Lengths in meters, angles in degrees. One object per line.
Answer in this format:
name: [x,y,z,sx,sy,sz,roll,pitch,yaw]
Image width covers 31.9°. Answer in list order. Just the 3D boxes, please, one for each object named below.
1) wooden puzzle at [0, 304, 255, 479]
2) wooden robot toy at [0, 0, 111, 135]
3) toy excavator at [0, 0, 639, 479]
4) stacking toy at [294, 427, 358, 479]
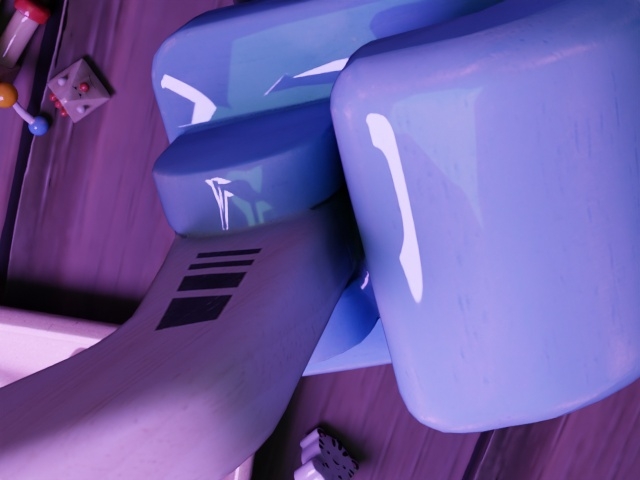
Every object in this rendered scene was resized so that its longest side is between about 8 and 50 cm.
wooden puzzle: [-0.220,0.198,0.720,0.348,0.080,0.322,9,93,7]
wooden robot toy: [-0.207,-0.112,0.633,0.173,0.079,0.076,31,112,-5]
toy excavator: [0.000,0.000,0.451,0.433,0.445,0.222,-10,108,11]
stacking toy: [0.005,0.248,0.760,0.167,0.052,0.221,-40,103,21]
